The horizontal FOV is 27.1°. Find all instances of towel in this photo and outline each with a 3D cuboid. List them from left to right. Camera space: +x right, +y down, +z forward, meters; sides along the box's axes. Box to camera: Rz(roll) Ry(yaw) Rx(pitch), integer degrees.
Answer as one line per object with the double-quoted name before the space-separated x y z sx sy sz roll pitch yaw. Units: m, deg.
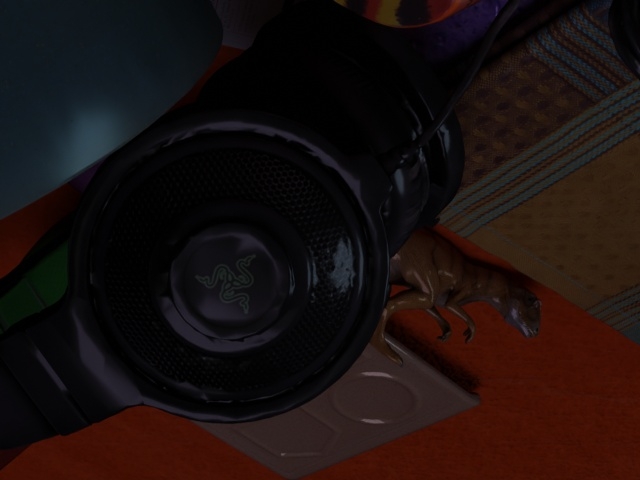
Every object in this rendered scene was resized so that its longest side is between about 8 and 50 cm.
"towel" 0.234 -0.033 0.755 0.370 0.040 0.271 29 135 -34

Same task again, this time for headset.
"headset" 0.000 0.000 0.608 0.394 0.243 0.185 -27 104 30

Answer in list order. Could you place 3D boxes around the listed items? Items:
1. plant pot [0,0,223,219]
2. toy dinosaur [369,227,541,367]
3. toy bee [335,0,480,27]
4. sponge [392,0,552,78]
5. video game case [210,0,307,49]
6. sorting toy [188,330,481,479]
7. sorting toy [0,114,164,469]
"plant pot" -0.216 -0.139 0.538 0.293 0.293 0.235 -12 116 20
"toy dinosaur" 0.051 0.011 0.858 0.211 0.064 0.112 34 94 -28
"toy bee" -0.011 -0.233 0.514 0.162 0.298 0.195 6 -174 44
"sponge" 0.105 -0.125 0.681 0.210 0.031 0.117 -4 141 3
"video game case" -0.058 -0.177 0.664 0.173 0.022 0.190 11 141 -7
"sorting toy" -0.015 0.105 0.987 0.193 0.038 0.208 -28 134 34
"sorting toy" -0.207 0.012 0.871 0.126 0.127 0.365 37 136 9
